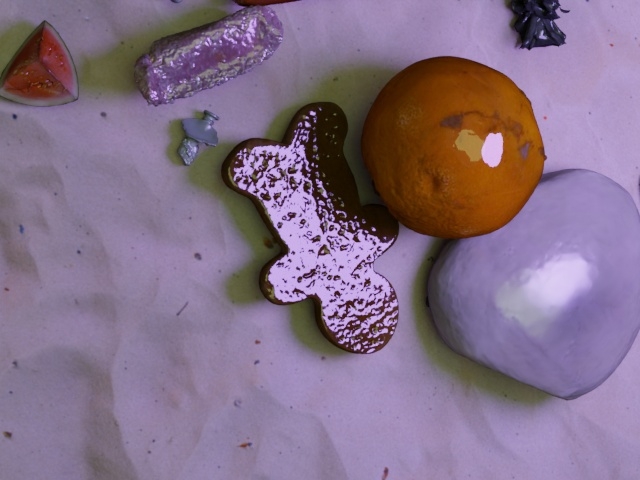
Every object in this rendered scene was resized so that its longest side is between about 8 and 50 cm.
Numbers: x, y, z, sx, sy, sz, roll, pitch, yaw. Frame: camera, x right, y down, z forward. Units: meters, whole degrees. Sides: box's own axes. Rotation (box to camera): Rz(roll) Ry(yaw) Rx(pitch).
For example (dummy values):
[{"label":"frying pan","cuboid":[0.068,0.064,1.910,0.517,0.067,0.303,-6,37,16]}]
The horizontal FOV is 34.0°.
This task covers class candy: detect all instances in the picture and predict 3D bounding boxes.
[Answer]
[{"label":"candy","cuboid":[0.419,0.068,1.865,0.386,0.186,0.427,38,77,-10]}]

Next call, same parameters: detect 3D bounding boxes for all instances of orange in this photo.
[{"label":"orange","cuboid":[0.216,-0.152,1.728,0.312,0.312,0.312,-1,92,-17]}]

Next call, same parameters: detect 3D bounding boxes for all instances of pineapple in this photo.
[{"label":"pineapple","cuboid":[0.393,-0.466,1.865,0.128,0.128,0.247,-6,98,-16]}]

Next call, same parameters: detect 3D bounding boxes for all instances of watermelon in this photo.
[{"label":"watermelon","cuboid":[-0.441,-0.281,1.635,0.125,0.094,0.135,3,87,-9]}]

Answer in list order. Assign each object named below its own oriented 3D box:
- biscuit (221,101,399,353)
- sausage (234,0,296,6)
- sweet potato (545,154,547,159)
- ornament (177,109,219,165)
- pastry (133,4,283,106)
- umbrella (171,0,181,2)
[{"label":"biscuit","cuboid":[0.000,0.000,1.791,0.283,0.064,0.432,-31,102,-22]},{"label":"sausage","cuboid":[0.002,-0.460,1.759,0.331,0.102,0.102,-12,95,-16]},{"label":"sweet potato","cuboid":[0.333,-0.132,1.897,0.179,0.044,0.044,-24,99,-14]},{"label":"ornament","cuboid":[-0.203,-0.174,1.737,0.092,0.041,0.068,-33,81,-4]},{"label":"pastry","cuboid":[-0.190,-0.300,1.705,0.265,0.112,0.102,-26,107,-21]},{"label":"umbrella","cuboid":[-0.231,-0.458,1.708,0.067,0.062,0.143,11,81,-48]}]
